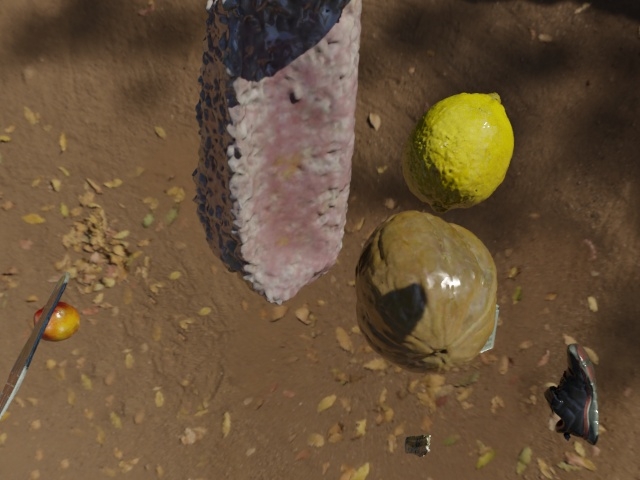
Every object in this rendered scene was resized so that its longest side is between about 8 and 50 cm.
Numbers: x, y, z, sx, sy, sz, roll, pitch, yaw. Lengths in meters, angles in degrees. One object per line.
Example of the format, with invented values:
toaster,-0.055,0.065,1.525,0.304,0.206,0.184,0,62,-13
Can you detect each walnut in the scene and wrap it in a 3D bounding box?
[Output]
walnut,0.206,0.095,1.154,0.333,0.333,0.332,-1,80,4

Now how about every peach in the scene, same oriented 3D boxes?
peach,-0.599,0.182,1.302,0.101,0.101,0.100,-1,80,4

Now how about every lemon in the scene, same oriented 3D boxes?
lemon,0.342,-0.225,1.431,0.268,0.268,0.321,24,90,8

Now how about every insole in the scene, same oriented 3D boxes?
insole,-0.350,0.126,0.694,0.006,0.065,0.193,30,67,-31

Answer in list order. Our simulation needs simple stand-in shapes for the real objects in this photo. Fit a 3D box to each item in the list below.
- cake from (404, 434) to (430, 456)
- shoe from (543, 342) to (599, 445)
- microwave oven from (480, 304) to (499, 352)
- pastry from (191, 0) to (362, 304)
cake,0.275,0.549,1.528,0.055,0.140,0.051,17,66,-10
shoe,0.693,0.422,1.587,0.137,0.114,0.290,-4,98,25
microwave oven,0.379,0.199,1.574,0.129,0.205,0.163,-16,123,-19
pastry,-0.028,-0.078,0.368,0.103,0.265,0.112,-18,52,-32
